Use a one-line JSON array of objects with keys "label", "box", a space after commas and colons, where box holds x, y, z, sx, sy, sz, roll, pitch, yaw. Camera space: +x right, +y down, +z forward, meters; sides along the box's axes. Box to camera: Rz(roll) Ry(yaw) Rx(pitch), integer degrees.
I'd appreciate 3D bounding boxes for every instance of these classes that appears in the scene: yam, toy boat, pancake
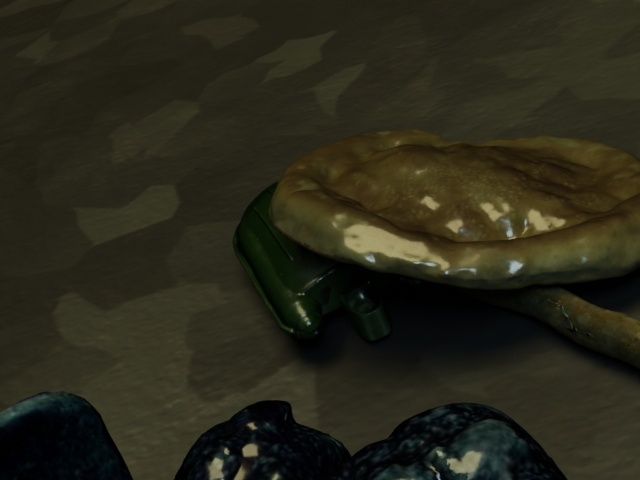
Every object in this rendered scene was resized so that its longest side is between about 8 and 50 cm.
[{"label": "yam", "box": [0.133, 0.041, 0.716, 0.029, 0.027, 0.234, -11, 19, -32]}, {"label": "toy boat", "box": [0.000, 0.000, 0.858, 0.104, 0.052, 0.210, -29, 28, -6]}, {"label": "pancake", "box": [0.089, -0.028, 0.794, 0.236, 0.042, 0.222, 13, 25, 26]}]

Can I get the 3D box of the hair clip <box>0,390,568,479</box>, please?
[{"label": "hair clip", "box": [-0.049, 0.173, 0.472, 0.310, 0.194, 0.206, -36, 38, -25]}]
